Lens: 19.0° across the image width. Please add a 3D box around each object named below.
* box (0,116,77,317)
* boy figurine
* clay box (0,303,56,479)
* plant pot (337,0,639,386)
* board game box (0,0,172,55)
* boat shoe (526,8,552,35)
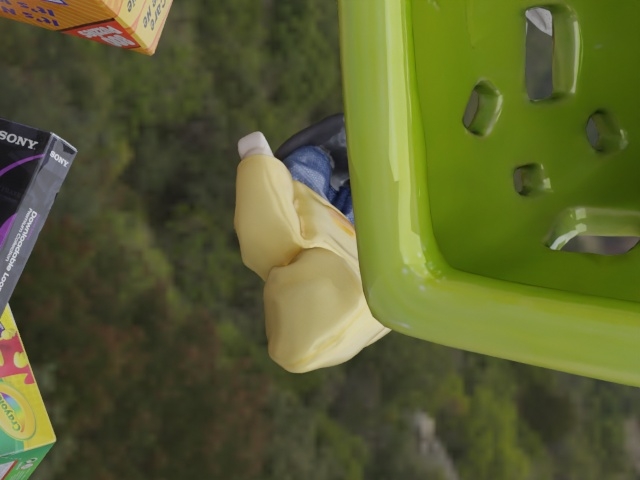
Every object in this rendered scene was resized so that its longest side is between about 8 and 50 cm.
[{"bbox_3d":[-0.210,0.005,1.006,0.162,0.116,0.029,-66,151,-12],"label":"box"},{"bbox_3d":[0.000,0.000,1.356,0.177,0.092,0.285,51,16,-15],"label":"boy figurine"},{"bbox_3d":[-0.277,0.081,1.487,0.222,0.053,0.127,66,-30,16],"label":"clay box"},{"bbox_3d":[0.150,-0.097,0.451,0.207,0.227,0.228,-26,119,-54],"label":"plant pot"},{"bbox_3d":[-0.258,-0.373,1.179,0.356,0.356,0.357,44,63,-69],"label":"board game box"},{"bbox_3d":[0.090,-0.236,1.241,0.113,0.103,0.302,-1,52,-43],"label":"boat shoe"}]
